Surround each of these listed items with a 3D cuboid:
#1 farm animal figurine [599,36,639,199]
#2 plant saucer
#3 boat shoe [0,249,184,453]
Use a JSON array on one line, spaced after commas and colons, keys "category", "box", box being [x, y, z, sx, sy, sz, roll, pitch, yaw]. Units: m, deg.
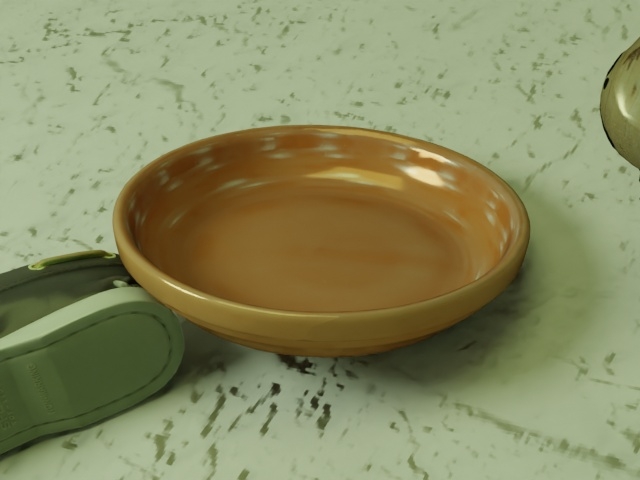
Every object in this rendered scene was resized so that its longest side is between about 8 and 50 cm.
[{"category": "farm animal figurine", "box": [0.237, -0.180, 0.735, 0.172, 0.326, 0.330, 25, 34, 28]}, {"category": "plant saucer", "box": [0.000, 0.000, 0.779, 0.200, 0.037, 0.200, 2, 28, -1]}, {"category": "boat shoe", "box": [-0.181, 0.066, 0.764, 0.228, 0.081, 0.068, -17, 35, -14]}]
